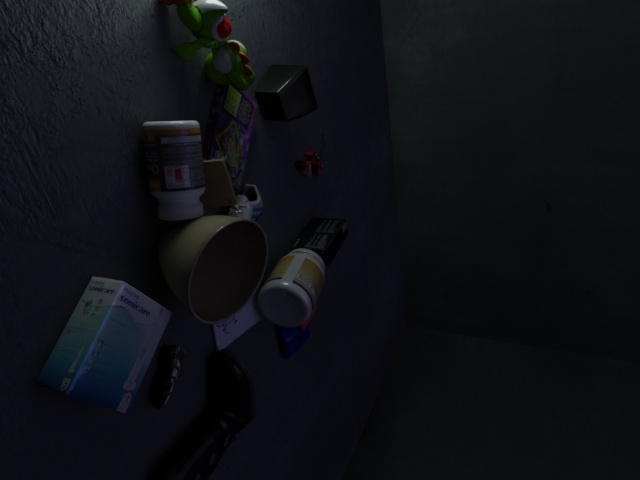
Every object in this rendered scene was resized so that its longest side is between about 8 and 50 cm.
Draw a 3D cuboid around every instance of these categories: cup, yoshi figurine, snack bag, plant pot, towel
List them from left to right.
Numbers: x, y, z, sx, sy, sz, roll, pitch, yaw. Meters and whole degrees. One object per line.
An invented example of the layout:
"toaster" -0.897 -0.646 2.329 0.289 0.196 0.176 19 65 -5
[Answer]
"cup" -0.355 0.055 1.458 0.331 0.237 0.331 -39 141 -41
"yoshi figurine" -0.356 -0.632 1.504 0.362 0.203 0.203 57 2 -33
"snack bag" -0.322 0.226 1.832 0.323 0.037 0.342 -35 126 -59
"plant pot" -0.150 -0.574 1.892 0.167 0.188 0.187 -49 139 -32
"towel" -0.124 0.374 2.227 0.227 0.076 0.308 -49 137 -52

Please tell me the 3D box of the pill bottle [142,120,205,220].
"pill bottle" -0.422 -0.207 1.391 0.162 0.162 0.278 -28 119 -60

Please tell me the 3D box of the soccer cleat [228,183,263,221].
"soccer cleat" -0.304 -0.076 1.719 0.331 0.116 0.143 -70 161 -45

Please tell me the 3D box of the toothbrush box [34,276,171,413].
"toothbrush box" -0.554 0.274 1.251 0.216 0.126 0.295 54 48 -53

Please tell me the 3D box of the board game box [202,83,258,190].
"board game box" -0.325 -0.374 1.702 0.208 0.056 0.347 29 69 -58

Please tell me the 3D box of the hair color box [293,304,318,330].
"hair color box" -0.077 0.339 2.165 0.141 0.072 0.043 -57 141 -37

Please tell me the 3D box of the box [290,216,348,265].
"box" 0.000 0.000 2.290 0.261 0.184 0.103 -55 144 -46

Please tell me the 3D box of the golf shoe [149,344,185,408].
"golf shoe" -0.474 0.433 1.508 0.094 0.077 0.198 39 61 -60

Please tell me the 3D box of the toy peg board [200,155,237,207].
"toy peg board" -0.358 -0.197 1.550 0.079 0.161 0.160 -74 156 -54

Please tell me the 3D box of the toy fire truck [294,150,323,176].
"toy fire truck" -0.052 -0.353 2.272 0.192 0.047 0.135 55 47 -55

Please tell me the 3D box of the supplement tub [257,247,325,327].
"supplement tub" -0.110 0.192 2.018 0.316 0.228 0.228 -61 147 -57

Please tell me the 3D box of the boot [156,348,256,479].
"boot" -0.404 0.651 1.639 0.445 0.146 0.367 -44 133 -48
